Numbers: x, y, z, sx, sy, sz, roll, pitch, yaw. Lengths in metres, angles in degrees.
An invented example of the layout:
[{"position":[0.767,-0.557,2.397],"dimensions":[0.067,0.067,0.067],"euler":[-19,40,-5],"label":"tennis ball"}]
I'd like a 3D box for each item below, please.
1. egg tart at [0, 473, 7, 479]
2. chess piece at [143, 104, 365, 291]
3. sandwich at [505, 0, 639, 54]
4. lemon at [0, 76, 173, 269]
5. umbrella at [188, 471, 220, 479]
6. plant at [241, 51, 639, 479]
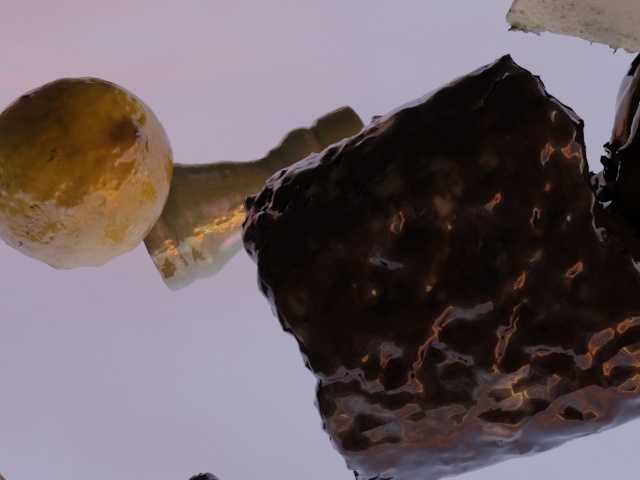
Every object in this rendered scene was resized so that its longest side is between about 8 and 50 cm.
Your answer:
[{"position":[-0.309,0.211,0.510],"dimensions":[0.215,0.171,0.215],"euler":[-20,-138,19],"label":"egg tart"},{"position":[-0.113,-0.090,1.402],"dimensions":[0.442,0.234,0.234],"euler":[-22,-132,-2],"label":"chess piece"},{"position":[0.213,-0.217,0.619],"dimensions":[0.193,0.162,0.058],"euler":[26,-91,41],"label":"sandwich"},{"position":[-0.330,-0.090,1.034],"dimensions":[0.260,0.260,0.284],"euler":[-44,-159,-21],"label":"lemon"},{"position":[-0.137,0.458,1.204],"dimensions":[0.094,0.090,0.326],"euler":[-34,-155,-20],"label":"umbrella"},{"position":[0.126,0.000,0.454],"dimensions":[0.312,0.215,0.213],"euler":[-22,-89,-1],"label":"plant"}]
